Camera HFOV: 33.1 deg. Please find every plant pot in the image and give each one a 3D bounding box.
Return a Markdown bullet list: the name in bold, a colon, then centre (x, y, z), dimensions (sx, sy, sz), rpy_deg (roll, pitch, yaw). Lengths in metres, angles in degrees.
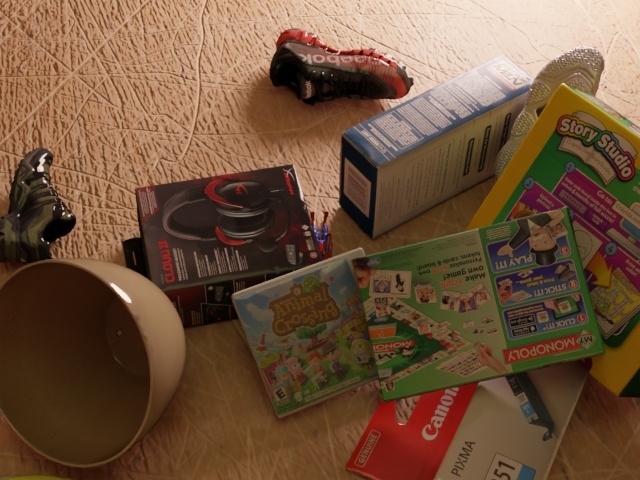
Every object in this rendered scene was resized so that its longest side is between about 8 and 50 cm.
- **plant pot**: centre (-0.299, 0.151, 1.508), dimensions (0.284, 0.284, 0.191), rpy_deg (28, 20, 19)

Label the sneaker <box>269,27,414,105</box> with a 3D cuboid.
- **sneaker**: centre (0.028, -0.297, 1.969), dimensions (0.276, 0.097, 0.135), rpy_deg (18, 52, 15)

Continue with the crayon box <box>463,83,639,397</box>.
- **crayon box**: centre (0.417, -0.005, 1.587), dimensions (0.106, 0.313, 0.363), rpy_deg (10, 28, -49)

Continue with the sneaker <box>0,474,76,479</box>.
- **sneaker**: centre (-0.269, 0.376, 1.369), dimensions (0.385, 0.147, 0.145), rpy_deg (17, 54, 13)

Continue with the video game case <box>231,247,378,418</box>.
- **video game case**: centre (-0.001, 0.134, 1.588), dimensions (0.212, 0.023, 0.193), rpy_deg (-20, 85, -15)

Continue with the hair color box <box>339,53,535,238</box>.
- **hair color box**: centre (0.199, -0.160, 1.812), dimensions (0.347, 0.174, 0.105), rpy_deg (-27, 55, -23)

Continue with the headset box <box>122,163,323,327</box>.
- **headset box**: centre (-0.160, 0.011, 1.697), dimensions (0.293, 0.110, 0.218), rpy_deg (-9, 52, -10)

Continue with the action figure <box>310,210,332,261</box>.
- **action figure**: centre (0.000, 0.000, 1.768), dimensions (0.038, 0.030, 0.115), rpy_deg (2, 52, -7)

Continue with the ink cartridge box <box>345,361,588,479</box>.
- **ink cartridge box**: centre (0.215, 0.251, 1.543), dimensions (0.261, 0.066, 0.296), rpy_deg (22, 53, 14)

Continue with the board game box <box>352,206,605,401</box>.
- **board game box**: centre (0.222, 0.093, 1.538), dimensions (0.317, 0.046, 0.213), rpy_deg (-14, 79, 10)

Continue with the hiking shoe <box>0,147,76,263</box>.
- **hiking shoe**: centre (-0.455, -0.051, 1.770), dimensions (0.114, 0.086, 0.226), rpy_deg (12, 55, -9)

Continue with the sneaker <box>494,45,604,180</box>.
- **sneaker**: centre (0.392, -0.190, 1.800), dimensions (0.101, 0.153, 0.268), rpy_deg (33, 97, 25)
